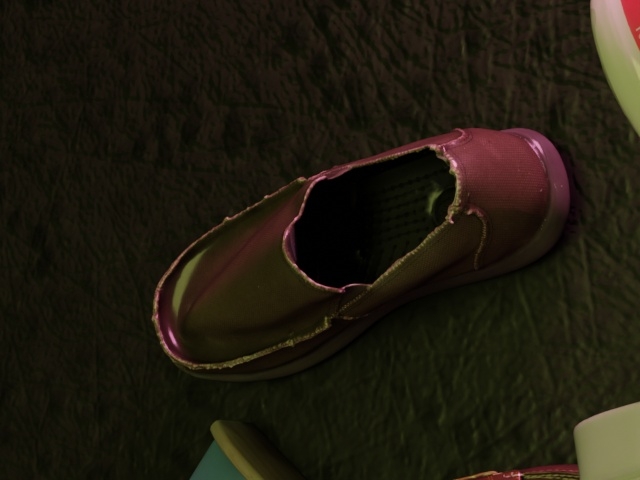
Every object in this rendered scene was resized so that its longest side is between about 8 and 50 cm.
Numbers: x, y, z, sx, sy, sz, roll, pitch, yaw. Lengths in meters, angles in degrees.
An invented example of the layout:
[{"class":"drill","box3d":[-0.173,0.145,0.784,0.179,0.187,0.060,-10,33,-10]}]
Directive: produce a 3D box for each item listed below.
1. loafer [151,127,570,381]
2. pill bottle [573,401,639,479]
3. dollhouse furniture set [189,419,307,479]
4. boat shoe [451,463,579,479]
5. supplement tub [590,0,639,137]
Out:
[{"class":"loafer","box3d":[0.000,0.000,1.283,0.366,0.130,0.134,-27,66,32]},{"class":"pill bottle","box3d":[0.242,0.238,1.036,0.160,0.160,0.283,-20,71,34]},{"class":"dollhouse furniture set","box3d":[-0.127,0.270,1.227,0.286,0.303,0.198,42,109,35]},{"class":"boat shoe","box3d":[0.121,0.195,1.195,0.207,0.073,0.073,-18,71,33]},{"class":"supplement tub","box3d":[0.309,-0.146,0.992,0.272,0.191,0.191,-34,63,31]}]
